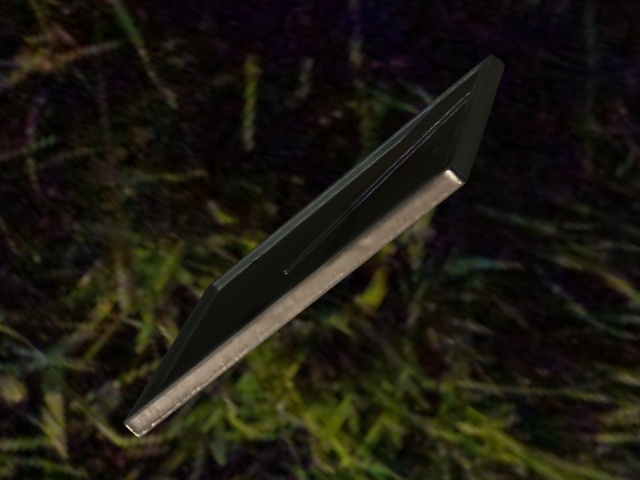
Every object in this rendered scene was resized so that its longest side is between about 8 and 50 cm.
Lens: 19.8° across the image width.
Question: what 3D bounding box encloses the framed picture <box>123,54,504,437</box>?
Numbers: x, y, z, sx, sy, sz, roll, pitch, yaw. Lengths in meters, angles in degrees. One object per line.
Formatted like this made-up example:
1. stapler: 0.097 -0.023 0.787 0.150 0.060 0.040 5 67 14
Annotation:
1. framed picture: 0.000 0.000 1.214 0.289 0.213 0.016 -39 101 25
